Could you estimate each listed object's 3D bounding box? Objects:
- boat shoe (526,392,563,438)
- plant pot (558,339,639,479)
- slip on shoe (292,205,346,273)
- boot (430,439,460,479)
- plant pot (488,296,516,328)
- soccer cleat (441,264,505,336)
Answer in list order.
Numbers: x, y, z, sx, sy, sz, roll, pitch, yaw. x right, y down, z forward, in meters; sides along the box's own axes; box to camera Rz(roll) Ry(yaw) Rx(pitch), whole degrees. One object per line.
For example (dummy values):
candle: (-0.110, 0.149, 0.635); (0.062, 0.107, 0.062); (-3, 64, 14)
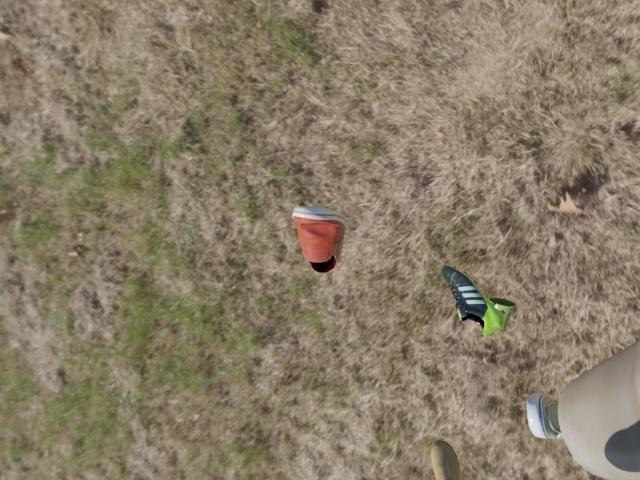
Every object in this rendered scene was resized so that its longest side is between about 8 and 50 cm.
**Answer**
boat shoe: (0.613, 0.455, 1.302); (0.094, 0.302, 0.109); (-13, 62, 36)
plant pot: (0.615, 0.325, 0.931); (0.323, 0.323, 0.280); (57, 145, 6)
slip on shoe: (0.000, 0.000, 1.224); (0.123, 0.331, 0.101); (5, 71, 7)
boot: (0.387, 0.731, 1.519); (0.089, 0.269, 0.236); (-16, 70, 8)
plant pot: (0.540, 0.222, 1.529); (0.083, 0.083, 0.079); (12, 102, 23)
soccer cleat: (0.309, 0.124, 1.078); (0.072, 0.060, 0.179); (-35, 58, -8)
